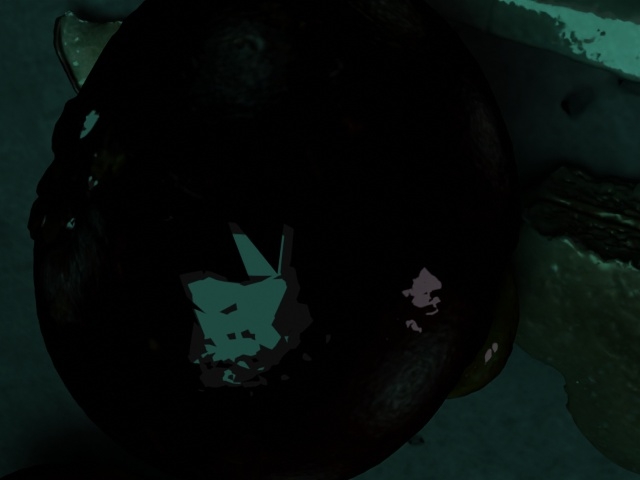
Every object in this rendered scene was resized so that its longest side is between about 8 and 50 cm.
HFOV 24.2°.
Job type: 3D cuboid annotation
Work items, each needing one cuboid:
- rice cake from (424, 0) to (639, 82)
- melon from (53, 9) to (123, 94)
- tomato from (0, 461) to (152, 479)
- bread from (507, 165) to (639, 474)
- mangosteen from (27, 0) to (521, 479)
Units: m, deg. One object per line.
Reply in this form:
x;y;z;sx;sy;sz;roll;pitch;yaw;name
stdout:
0.080;-0.162;0.873;0.336;0.063;0.066;22;113;9;rice cake
-0.094;-0.092;0.994;0.182;0.054;0.098;14;118;12;melon
-0.192;0.294;1.153;0.264;0.265;0.265;10;123;16;tomato
0.261;0.082;0.927;0.337;0.102;0.183;19;123;13;bread
-0.012;-0.003;0.830;0.293;0.297;0.297;26;126;-8;mangosteen
